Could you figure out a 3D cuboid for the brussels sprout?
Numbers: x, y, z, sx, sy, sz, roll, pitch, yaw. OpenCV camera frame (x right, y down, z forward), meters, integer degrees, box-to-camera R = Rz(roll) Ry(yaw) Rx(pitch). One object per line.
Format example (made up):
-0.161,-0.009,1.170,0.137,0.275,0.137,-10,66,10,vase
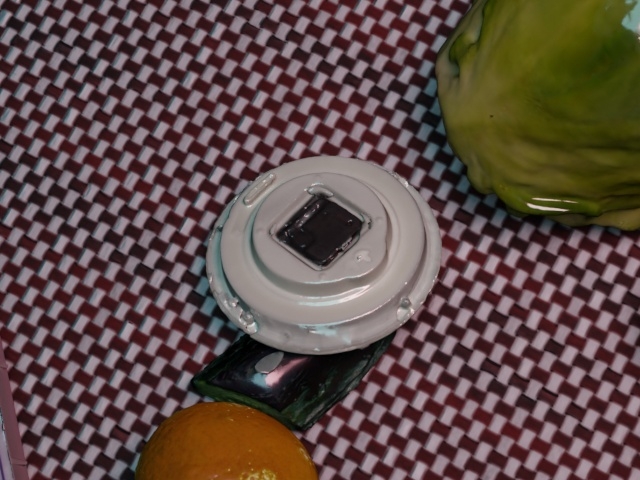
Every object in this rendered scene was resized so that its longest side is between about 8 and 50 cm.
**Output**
0.293,-0.178,1.266,0.371,0.315,0.276,-8,53,8,brussels sprout

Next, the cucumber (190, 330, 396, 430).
-0.023,0.114,1.323,0.193,0.086,0.115,-37,70,-12,cucumber

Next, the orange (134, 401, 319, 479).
-0.085,0.266,1.249,0.179,0.158,0.237,5,75,-11,orange

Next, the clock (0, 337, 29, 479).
-0.377,0.190,1.339,0.150,0.063,0.197,-15,76,1,clock

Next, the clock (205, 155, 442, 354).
0.000,0.000,1.319,0.236,0.053,0.236,-3,53,5,clock
